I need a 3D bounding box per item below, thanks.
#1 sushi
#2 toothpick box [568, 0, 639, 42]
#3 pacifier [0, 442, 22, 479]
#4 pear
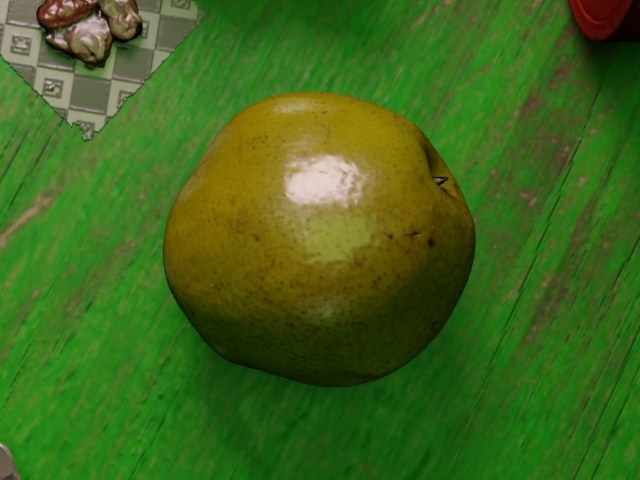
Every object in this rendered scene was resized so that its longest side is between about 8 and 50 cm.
[{"bbox_3d":[-0.162,-0.155,1.076,0.120,0.026,0.126,43,82,-4],"label":"sushi"},{"bbox_3d":[0.353,-0.233,1.066,0.333,0.204,0.204,0,86,-9],"label":"toothpick box"},{"bbox_3d":[-0.227,0.180,1.018,0.081,0.078,0.099,-36,92,12],"label":"pacifier"},{"bbox_3d":[0.001,0.000,1.014,0.198,0.198,0.198,1,86,-8],"label":"pear"}]
